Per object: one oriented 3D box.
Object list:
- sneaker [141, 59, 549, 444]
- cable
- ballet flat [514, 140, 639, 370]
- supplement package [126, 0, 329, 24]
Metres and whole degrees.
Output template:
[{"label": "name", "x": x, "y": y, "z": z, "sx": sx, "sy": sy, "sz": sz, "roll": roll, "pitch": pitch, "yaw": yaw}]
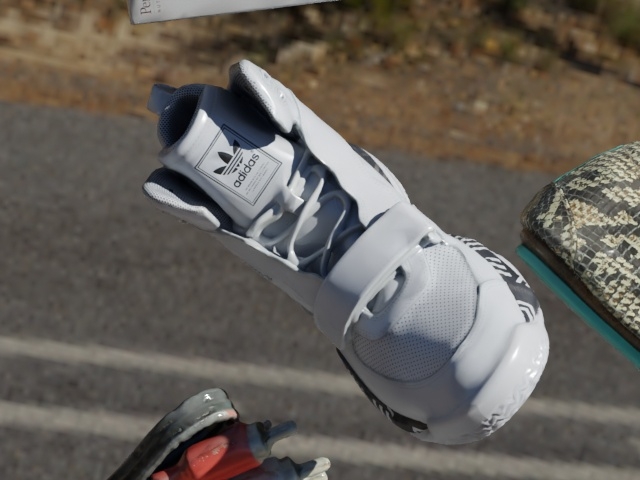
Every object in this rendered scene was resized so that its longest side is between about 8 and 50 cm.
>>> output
[{"label": "sneaker", "x": 0.000, "y": 0.000, "z": 1.259, "sx": 0.210, "sy": 0.137, "sz": 0.366, "roll": 33, "pitch": 9, "yaw": -34}, {"label": "cable", "x": -0.135, "y": 0.199, "z": 1.300, "sx": 0.287, "sy": 0.139, "sz": 0.072, "roll": -29, "pitch": 55, "yaw": -3}, {"label": "ballet flat", "x": 0.354, "y": 0.123, "z": 1.398, "sx": 0.483, "sy": 0.182, "sz": 0.164, "roll": 52, "pitch": 3, "yaw": 6}, {"label": "supplement package", "x": -0.046, "y": -0.273, "z": 1.250, "sx": 0.203, "sy": 0.194, "sz": 0.149, "roll": -8, "pitch": 31, "yaw": -5}]
